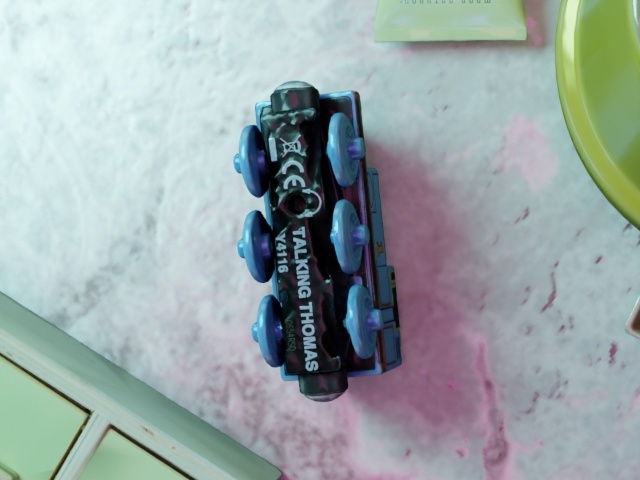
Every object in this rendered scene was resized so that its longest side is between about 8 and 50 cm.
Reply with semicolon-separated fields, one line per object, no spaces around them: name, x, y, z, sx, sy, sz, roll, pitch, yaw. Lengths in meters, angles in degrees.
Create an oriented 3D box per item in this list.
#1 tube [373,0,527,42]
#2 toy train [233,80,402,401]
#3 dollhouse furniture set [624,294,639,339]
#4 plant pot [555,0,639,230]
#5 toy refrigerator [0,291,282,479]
tube;0.079;-0.239;0.877;0.070;0.062;0.240;6;98;48
toy train;0.000;0.000;0.863;0.080;0.105;0.184;-6;89;16
dollhouse furniture set;0.224;0.083;0.844;0.114;0.081;0.091;26;94;7
plant pot;0.241;-0.107;0.753;0.254;0.239;0.254;0;89;14
toy refrigerator;-0.167;0.117;0.892;0.269;0.094;0.102;32;94;6
